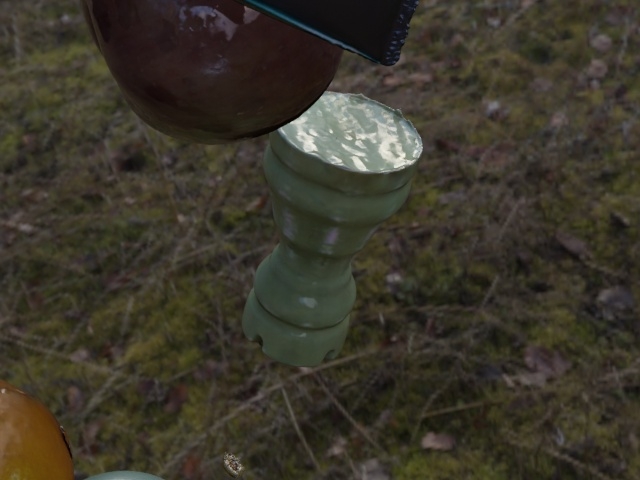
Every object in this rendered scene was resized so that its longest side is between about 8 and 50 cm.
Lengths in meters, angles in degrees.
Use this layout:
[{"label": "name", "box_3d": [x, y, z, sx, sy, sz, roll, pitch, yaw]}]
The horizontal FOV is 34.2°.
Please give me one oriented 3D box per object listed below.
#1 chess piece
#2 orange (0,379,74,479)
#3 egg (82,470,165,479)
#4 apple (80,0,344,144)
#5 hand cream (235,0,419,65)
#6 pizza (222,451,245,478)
[{"label": "chess piece", "box_3d": [0.000, 0.000, 1.688, 0.234, 0.442, 0.234, 9, 37, -7]}, {"label": "orange", "box_3d": [-0.374, 0.254, 1.065, 0.246, 0.246, 0.246, -11, 37, 8]}, {"label": "egg", "box_3d": [-0.234, 0.343, 1.202, 0.192, 0.149, 0.149, 0, 23, -38]}, {"label": "apple", "box_3d": [-0.112, -0.229, 1.044, 0.235, 0.306, 0.306, -26, 38, -9]}, {"label": "hand cream", "box_3d": [-0.056, -0.216, 0.699, 0.270, 0.120, 0.061, 18, 21, -6]}, {"label": "pizza", "box_3d": [-0.154, 0.394, 1.833, 0.037, 0.016, 0.083, 6, 17, -19]}]
